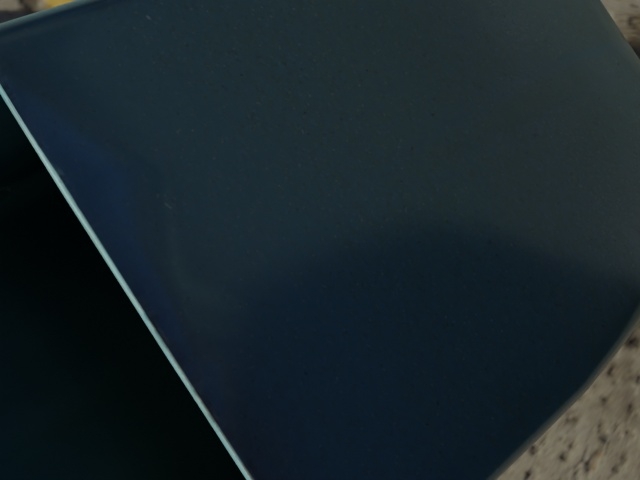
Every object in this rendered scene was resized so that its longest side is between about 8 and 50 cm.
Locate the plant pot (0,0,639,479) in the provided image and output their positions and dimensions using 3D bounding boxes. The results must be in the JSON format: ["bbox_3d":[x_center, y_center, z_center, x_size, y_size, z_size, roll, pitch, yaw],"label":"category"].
[{"bbox_3d":[0.000,0.000,0.483,0.166,0.234,0.165,56,143,2],"label":"plant pot"}]
